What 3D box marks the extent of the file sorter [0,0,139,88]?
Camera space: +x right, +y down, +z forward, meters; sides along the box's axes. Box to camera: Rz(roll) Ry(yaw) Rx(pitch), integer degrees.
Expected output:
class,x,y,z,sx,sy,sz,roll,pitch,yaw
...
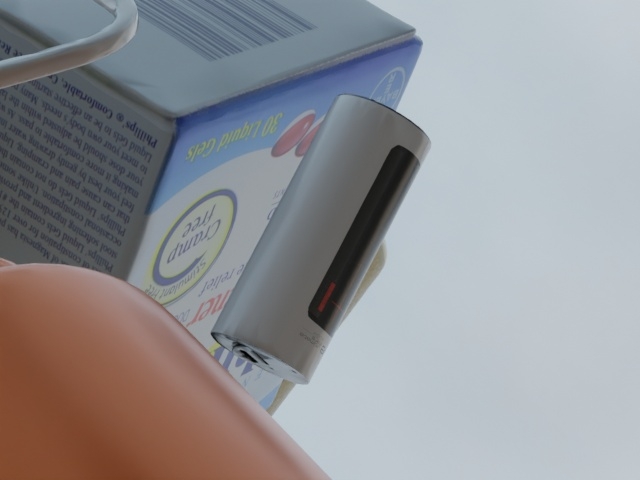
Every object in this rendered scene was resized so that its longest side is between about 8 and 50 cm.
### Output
class,x,y,z,sx,sy,sz,roll,pitch,yaw
file sorter,-0.161,-0.180,0.528,0.173,0.193,0.278,-17,-57,-27

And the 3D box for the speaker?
class,x,y,z,sx,sy,sz,roll,pitch,yaw
speaker,0.000,0.000,0.951,0.055,0.055,0.136,33,-104,-18

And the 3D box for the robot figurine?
class,x,y,z,sx,sy,sz,roll,pitch,yaw
robot figurine,-0.044,0.090,0.416,0.128,0.219,0.158,-43,-37,-5

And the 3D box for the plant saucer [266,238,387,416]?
class,x,y,z,sx,sy,sz,roll,pitch,yaw
plant saucer,-0.061,0.036,1.485,0.081,0.333,0.333,29,-72,-19

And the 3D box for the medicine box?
class,x,y,z,sx,sy,sz,roll,pitch,yaw
medicine box,-0.106,-0.008,1.139,0.149,0.263,0.289,33,-60,20
